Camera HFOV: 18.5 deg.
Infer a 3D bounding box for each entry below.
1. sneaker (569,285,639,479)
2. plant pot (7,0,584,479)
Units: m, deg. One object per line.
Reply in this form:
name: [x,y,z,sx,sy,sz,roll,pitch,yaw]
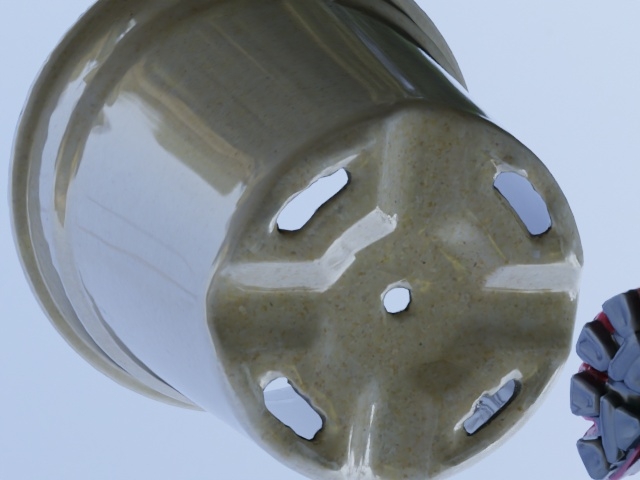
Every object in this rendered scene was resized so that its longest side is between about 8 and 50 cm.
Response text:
sneaker: [0.224,0.069,0.565,0.299,0.121,0.112,28,-144,30]
plant pot: [0.000,0.000,1.206,0.334,0.334,0.305,-16,-160,-14]
